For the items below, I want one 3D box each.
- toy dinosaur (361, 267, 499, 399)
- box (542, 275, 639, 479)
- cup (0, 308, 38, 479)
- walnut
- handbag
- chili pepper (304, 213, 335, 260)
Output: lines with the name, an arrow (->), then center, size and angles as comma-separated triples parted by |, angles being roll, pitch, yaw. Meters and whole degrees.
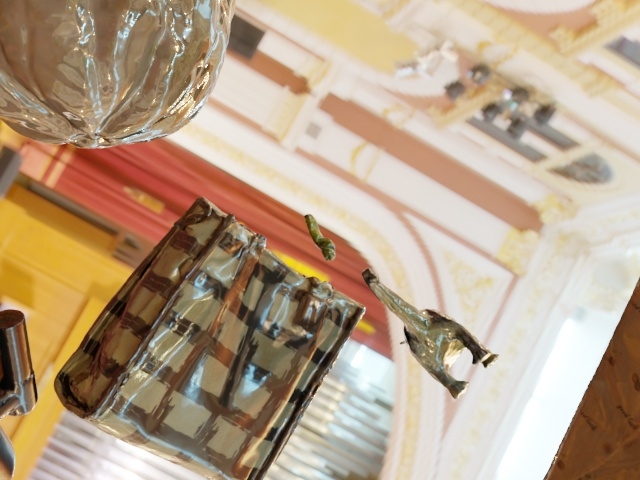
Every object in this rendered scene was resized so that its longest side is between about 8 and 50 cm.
toy dinosaur -> 0.143, 0.122, 1.402 | 0.076, 0.147, 0.363 | -48, 158, 0
box -> 0.360, 0.166, 0.963 | 0.225, 0.190, 0.297 | 43, -60, 46
cup -> -0.398, 0.196, 1.242 | 0.239, 0.177, 0.166 | -29, -133, -7
walnut -> -0.156, -0.172, 0.796 | 0.224, 0.224, 0.224 | -57, -169, 17
handbag -> -0.139, 0.147, 1.562 | 0.327, 0.325, 0.162 | -54, -140, -2
chili pepper -> 0.000, 0.000, 1.505 | 0.083, 0.022, 0.027 | 59, -40, 35
